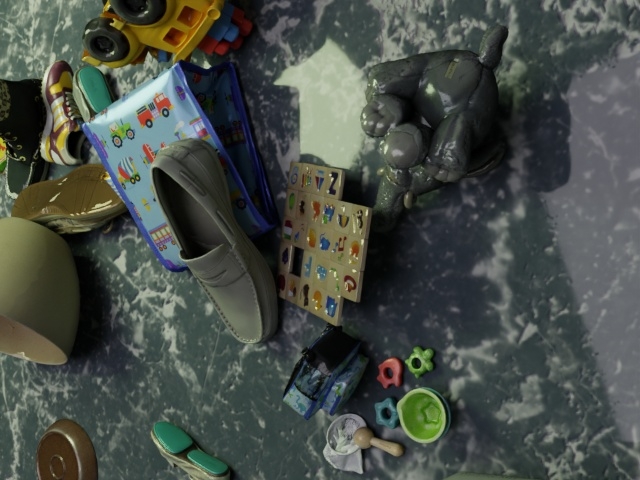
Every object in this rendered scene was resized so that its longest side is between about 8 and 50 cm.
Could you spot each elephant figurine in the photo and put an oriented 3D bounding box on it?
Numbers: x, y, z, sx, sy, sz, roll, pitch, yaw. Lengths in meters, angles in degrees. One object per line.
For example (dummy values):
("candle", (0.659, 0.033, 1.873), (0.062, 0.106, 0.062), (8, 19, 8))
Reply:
("elephant figurine", (0.133, -0.120, 1.003), (0.186, 0.239, 0.169), (-1, 73, 11))

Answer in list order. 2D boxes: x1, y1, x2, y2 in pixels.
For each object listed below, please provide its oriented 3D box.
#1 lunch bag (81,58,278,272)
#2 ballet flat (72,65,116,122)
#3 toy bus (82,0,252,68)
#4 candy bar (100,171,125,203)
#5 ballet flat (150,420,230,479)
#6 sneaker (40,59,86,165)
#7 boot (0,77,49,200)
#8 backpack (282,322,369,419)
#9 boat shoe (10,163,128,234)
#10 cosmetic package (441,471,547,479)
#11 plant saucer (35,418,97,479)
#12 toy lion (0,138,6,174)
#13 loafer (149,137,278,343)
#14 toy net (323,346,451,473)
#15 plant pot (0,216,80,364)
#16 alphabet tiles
("lunch bag", (-0.199, -0.093, 1.264), (0.221, 0.138, 0.293), (-23, 87, 33))
("ballet flat", (-0.371, -0.202, 1.430), (0.213, 0.072, 0.068), (66, 151, 18))
("toy bus", (-0.219, -0.325, 1.227), (0.220, 0.211, 0.149), (-40, 33, 39))
("candy bar", (-0.296, -0.051, 1.345), (0.040, 0.018, 0.161), (-18, 117, 38))
("ballet flat", (-0.212, 0.348, 1.311), (0.168, 0.057, 0.052), (27, 116, 34))
("sneaker", (-0.448, -0.226, 1.482), (0.083, 0.069, 0.186), (11, 103, 28))
("boot", (-0.564, -0.183, 1.487), (0.085, 0.178, 0.236), (17, 99, 14))
("backpack", (0.005, 0.186, 1.115), (0.084, 0.105, 0.114), (36, 122, 9))
("boat shoe", (-0.420, -0.063, 1.455), (0.285, 0.089, 0.105), (-4, 62, 34))
("cosmetic package", (0.200, 0.345, 0.893), (0.224, 0.224, 0.138), (-5, 85, 37))
("plant saucer", (-0.473, 0.414, 1.524), (0.168, 0.029, 0.169), (1, 92, 37))
("toy lion", (-0.617, -0.190, 1.628), (0.100, 0.034, 0.096), (-27, 67, 34))
("loafer", (-0.154, 0.015, 1.171), (0.112, 0.111, 0.319), (-15, 108, 30))
("toy net", (0.071, 0.235, 1.101), (0.232, 0.045, 0.122), (-35, 70, 32))
("plant pot", (-0.536, 0.073, 1.448), (0.284, 0.284, 0.191), (-2, 57, 37))
("alphabet tiles", (0.000, 0.000, 1.115), (0.237, 0.009, 0.198), (19, 103, 61))
